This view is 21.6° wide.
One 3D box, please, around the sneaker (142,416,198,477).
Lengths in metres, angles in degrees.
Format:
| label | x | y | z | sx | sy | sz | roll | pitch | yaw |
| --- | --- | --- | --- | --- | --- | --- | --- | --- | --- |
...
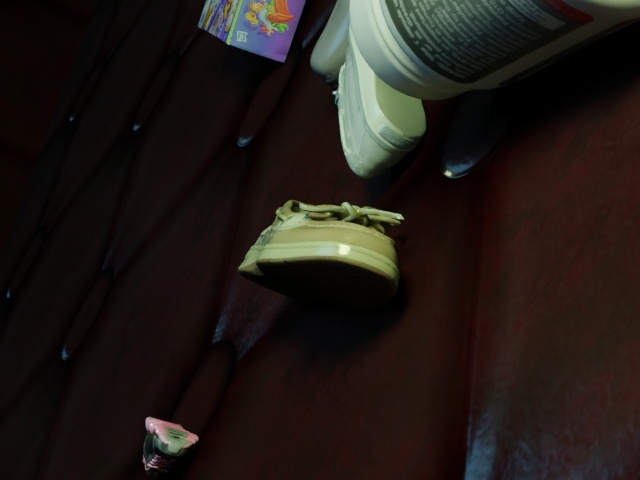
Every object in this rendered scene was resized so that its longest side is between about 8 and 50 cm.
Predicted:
| label | x | y | z | sx | sy | sz | roll | pitch | yaw |
| --- | --- | --- | --- | --- | --- | --- | --- | --- | --- |
| sneaker | -0.152 | 0.207 | 1.644 | 0.119 | 0.047 | 0.057 | 176 | 114 | -78 |

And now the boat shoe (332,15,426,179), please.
| label | x | y | z | sx | sy | sz | roll | pitch | yaw |
| --- | --- | --- | --- | --- | --- | --- | --- | --- | --- |
| boat shoe | 0.044 | -0.139 | 1.548 | 0.081 | 0.079 | 0.227 | -47 | 25 | 28 |

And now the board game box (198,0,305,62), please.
| label | x | y | z | sx | sy | sz | roll | pitch | yaw |
| --- | --- | --- | --- | --- | --- | --- | --- | --- | --- |
| board game box | -0.048 | -0.412 | 2.119 | 0.233 | 0.078 | 0.347 | -138 | 66 | -72 |

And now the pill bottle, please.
| label | x | y | z | sx | sy | sz | roll | pitch | yaw |
| --- | --- | --- | --- | --- | --- | --- | --- | --- | --- |
| pill bottle | 0.139 | -0.204 | 1.237 | 0.283 | 0.161 | 0.161 | -22 | 42 | 63 |

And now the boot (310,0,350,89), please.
| label | x | y | z | sx | sy | sz | roll | pitch | yaw |
| --- | --- | --- | --- | --- | --- | --- | --- | --- | --- |
| boot | 0.022 | -0.340 | 1.675 | 0.338 | 0.222 | 0.118 | -61 | 18 | 3 |

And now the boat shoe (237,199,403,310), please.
| label | x | y | z | sx | sy | sz | roll | pitch | yaw |
| --- | --- | --- | --- | --- | --- | --- | --- | --- | --- |
| boat shoe | 0.000 | 0.000 | 1.417 | 0.089 | 0.104 | 0.285 | -67 | 17 | -8 |
